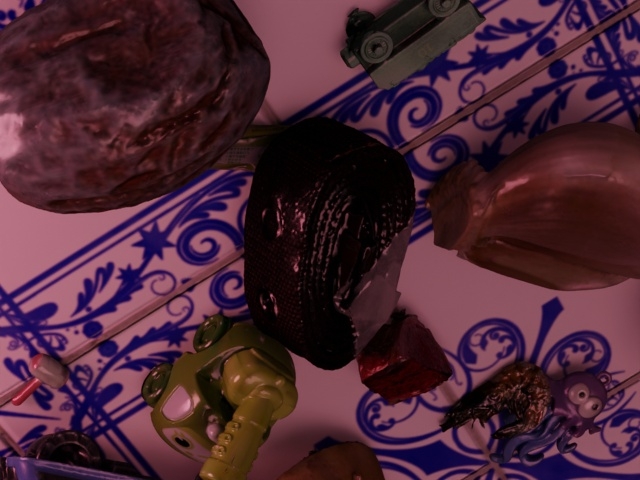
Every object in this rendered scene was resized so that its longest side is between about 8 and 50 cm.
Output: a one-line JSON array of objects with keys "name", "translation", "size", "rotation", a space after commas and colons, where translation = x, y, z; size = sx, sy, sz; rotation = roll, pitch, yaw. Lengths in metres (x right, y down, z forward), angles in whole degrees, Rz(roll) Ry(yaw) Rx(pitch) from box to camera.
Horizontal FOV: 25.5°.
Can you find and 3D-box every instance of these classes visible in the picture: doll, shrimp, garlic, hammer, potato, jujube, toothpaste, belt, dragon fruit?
[{"name": "doll", "translation": [0.316, 0.245, 1.931], "size": [0.206, 0.067, 0.110], "rotation": [-42, 99, 17]}, {"name": "shrimp", "translation": [0.237, 0.229, 1.901], "size": [0.161, 0.091, 0.034], "rotation": [-32, 162, 11]}, {"name": "garlic", "translation": [0.304, -0.040, 1.709], "size": [0.325, 0.132, 0.279], "rotation": [5, 156, -12]}, {"name": "hammer", "translation": [-0.352, 0.178, 1.748], "size": [0.052, 0.031, 0.083], "rotation": [39, 108, -24]}, {"name": "potato", "translation": [0.005, 0.392, 1.827], "size": [0.299, 0.116, 0.239], "rotation": [-28, 127, -37]}, {"name": "jujube", "translation": [-0.205, -0.162, 1.501], "size": [0.308, 0.247, 0.215], "rotation": [-16, 158, 0]}, {"name": "toothpaste", "translation": [-0.143, -0.107, 1.649], "size": [0.248, 0.047, 0.078], "rotation": [-1, 129, -16]}, {"name": "belt", "translation": [0.000, 0.000, 1.680], "size": [0.184, 0.164, 0.289], "rotation": [-12, 120, -38]}, {"name": "dragon fruit", "translation": [0.095, 0.144, 1.818], "size": [0.102, 0.096, 0.147], "rotation": [-29, 151, 13]}]

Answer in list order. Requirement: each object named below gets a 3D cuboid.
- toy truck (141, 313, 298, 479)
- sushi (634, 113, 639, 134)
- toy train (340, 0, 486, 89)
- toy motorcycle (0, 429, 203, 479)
[{"name": "toy truck", "translation": [-0.106, 0.198, 1.733], "size": [0.148, 0.210, 0.187], "rotation": [40, 83, -27]}, {"name": "sushi", "translation": [0.483, -0.078, 1.788], "size": [0.272, 0.134, 0.109], "rotation": [3, 143, -23]}, {"name": "toy train", "translation": [0.106, -0.244, 1.630], "size": [0.172, 0.070, 0.099], "rotation": [-35, 130, 5]}, {"name": "toy motorcycle", "translation": [-0.253, 0.360, 1.766], "size": [0.358, 0.125, 0.213], "rotation": [14, 74, -18]}]
